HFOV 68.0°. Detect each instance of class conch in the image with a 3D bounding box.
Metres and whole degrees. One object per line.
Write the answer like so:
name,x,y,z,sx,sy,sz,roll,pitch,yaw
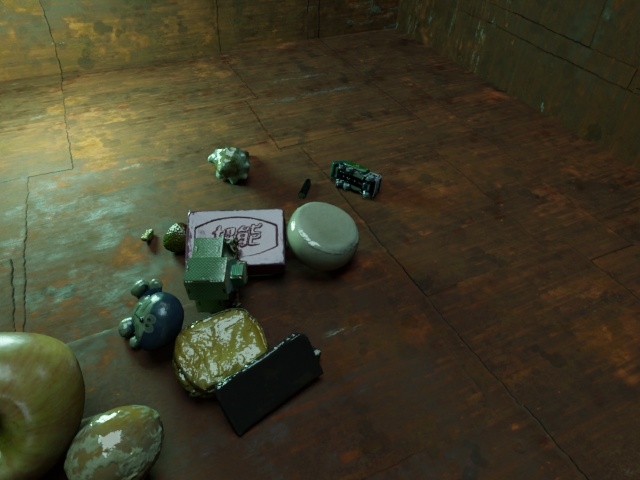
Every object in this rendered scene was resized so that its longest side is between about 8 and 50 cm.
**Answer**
conch,-0.422,-0.357,2.213,0.203,0.170,0.386,26,7,-6

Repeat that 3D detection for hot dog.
hot dog,-0.689,-0.015,1.894,0.030,0.034,0.090,-9,23,3

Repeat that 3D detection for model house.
model house,-0.340,0.117,1.551,0.178,0.271,0.206,2,3,6

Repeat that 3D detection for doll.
doll,-0.524,0.242,1.481,0.154,0.228,0.258,23,-5,-28

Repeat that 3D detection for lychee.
lychee,-0.542,-0.014,1.842,0.146,0.114,0.114,-31,49,-7

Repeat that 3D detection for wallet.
wallet,-0.144,0.402,1.360,0.309,0.165,0.042,-31,14,-24

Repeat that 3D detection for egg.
egg,-0.505,0.518,1.177,0.203,0.203,0.245,31,53,29

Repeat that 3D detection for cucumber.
cucumber,-0.069,-0.244,2.180,0.032,0.032,0.133,10,41,9

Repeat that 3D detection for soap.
soap,-0.305,0.011,1.759,0.359,0.128,0.233,-2,70,-4

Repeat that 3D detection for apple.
apple,-0.785,0.410,1.164,0.391,0.392,0.346,-21,14,-24

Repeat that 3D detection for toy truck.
toy truck,0.160,-0.292,2.190,0.253,0.114,0.124,25,35,23

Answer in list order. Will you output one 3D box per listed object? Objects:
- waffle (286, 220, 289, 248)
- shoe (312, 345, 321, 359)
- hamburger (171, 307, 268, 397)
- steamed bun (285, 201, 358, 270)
waffle,-0.187,-0.029,1.929,0.169,0.036,0.184,6,41,6
shoe,-0.068,0.366,1.472,0.142,0.064,0.071,-22,48,-28
hamburger,-0.303,0.339,1.432,0.283,0.145,0.260,-12,54,-22
steamed bun,0.000,0.000,1.792,0.282,0.177,0.283,13,44,-13
